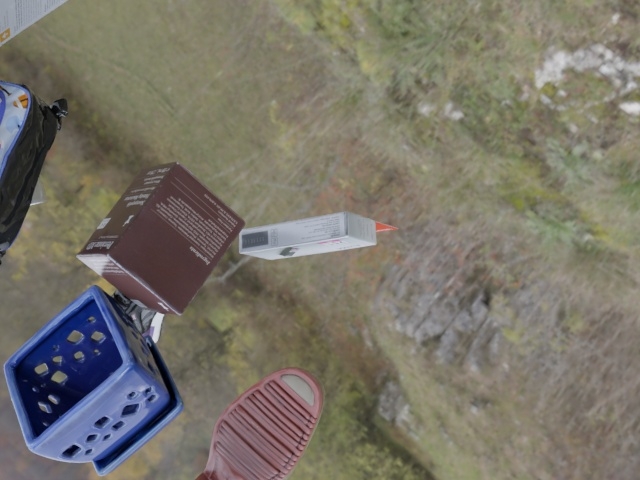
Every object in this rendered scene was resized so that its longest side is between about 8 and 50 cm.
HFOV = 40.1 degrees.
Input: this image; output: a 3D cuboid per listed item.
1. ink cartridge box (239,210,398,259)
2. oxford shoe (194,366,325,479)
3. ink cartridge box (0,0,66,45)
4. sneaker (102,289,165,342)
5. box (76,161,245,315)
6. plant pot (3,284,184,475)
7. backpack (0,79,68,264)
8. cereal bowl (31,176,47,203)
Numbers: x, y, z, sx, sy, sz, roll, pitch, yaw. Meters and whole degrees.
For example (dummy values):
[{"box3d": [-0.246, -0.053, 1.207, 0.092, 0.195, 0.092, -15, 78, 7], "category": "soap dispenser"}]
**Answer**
[{"box3d": [0.000, 0.000, 1.912, 0.275, 0.060, 0.239, -9, 167, 31], "category": "ink cartridge box"}, {"box3d": [-0.083, 0.298, 1.254, 0.123, 0.130, 0.348, 44, 120, 17], "category": "oxford shoe"}, {"box3d": [-0.438, -0.482, 1.366, 0.071, 0.330, 0.324, 40, 149, 6], "category": "ink cartridge box"}, {"box3d": [-0.398, 0.134, 1.866, 0.107, 0.124, 0.283, 46, 136, 33], "category": "sneaker"}, {"box3d": [-0.273, -0.003, 1.509, 0.167, 0.203, 0.168, 43, 157, -25], "category": "box"}, {"box3d": [-0.392, 0.263, 1.571, 0.212, 0.236, 0.236, 49, -178, -45], "category": "plant pot"}, {"box3d": [-0.537, -0.128, 1.225, 0.263, 0.277, 0.213, 14, 164, 16], "category": "backpack"}, {"box3d": [-0.702, -0.101, 1.657, 0.339, 0.338, 0.141, -5, 100, 62], "category": "cereal bowl"}]
